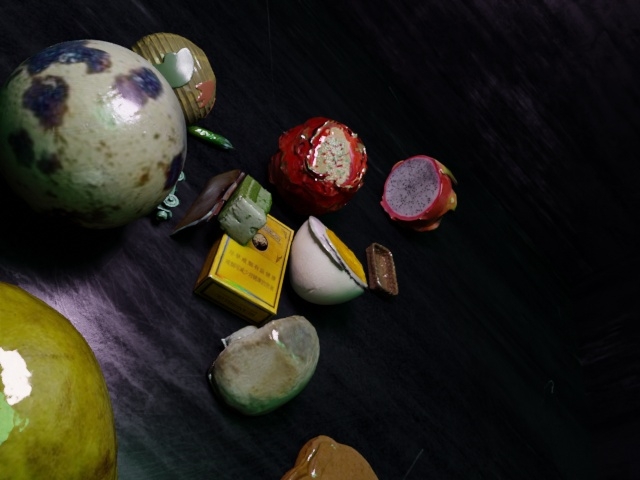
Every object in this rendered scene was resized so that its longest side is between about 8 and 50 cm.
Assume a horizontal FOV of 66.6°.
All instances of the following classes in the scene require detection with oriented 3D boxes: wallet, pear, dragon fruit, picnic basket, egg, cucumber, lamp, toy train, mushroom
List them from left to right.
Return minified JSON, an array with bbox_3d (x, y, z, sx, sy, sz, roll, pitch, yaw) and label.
[{"bbox_3d":[-0.428,0.241,0.603,0.352,0.352,0.413,-25,88,-54],"label":"pear"},{"bbox_3d":[-0.442,-0.217,0.975,0.345,0.345,0.428,31,32,-28],"label":"egg"},{"bbox_3d":[-0.393,-0.125,1.192,0.099,0.070,0.172,22,46,-26],"label":"toy train"},{"bbox_3d":[-0.420,-0.408,1.281,0.284,0.250,0.250,-26,77,-13],"label":"lamp"},{"bbox_3d":[-0.280,-0.103,1.243,0.031,0.137,0.255,58,30,-28],"label":"wallet"},{"bbox_3d":[-0.324,-0.302,1.447,0.168,0.039,0.039,20,46,-35],"label":"cucumber"},{"bbox_3d":[-0.099,0.270,1.093,0.267,0.164,0.189,2,57,-48],"label":"mushroom"},{"bbox_3d":[-0.009,-0.222,1.516,0.296,0.302,0.295,24,50,-33],"label":"dragon fruit"},{"bbox_3d":[0.000,0.073,1.386,0.264,0.174,0.286,51,11,-11],"label":"egg"},{"bbox_3d":[0.208,0.105,1.679,0.110,0.055,0.193,28,41,-32],"label":"picnic basket"},{"bbox_3d":[0.417,-0.176,1.974,0.226,0.305,0.305,24,43,-45],"label":"dragon fruit"}]

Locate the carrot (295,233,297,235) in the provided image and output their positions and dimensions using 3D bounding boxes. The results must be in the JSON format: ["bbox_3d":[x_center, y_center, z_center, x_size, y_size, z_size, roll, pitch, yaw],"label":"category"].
[{"bbox_3d":[0.000,0.000,1.551,0.216,0.048,0.048,9,53,-50],"label":"carrot"}]

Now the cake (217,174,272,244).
[{"bbox_3d":[-0.170,-0.107,1.258,0.100,0.099,0.235,41,35,-15],"label":"cake"}]

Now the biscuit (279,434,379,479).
[{"bbox_3d":[0.022,0.614,1.021,0.381,0.074,0.358,-7,64,-54],"label":"biscuit"}]

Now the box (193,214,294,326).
[{"bbox_3d":[-0.185,0.047,1.258,0.193,0.084,0.301,34,39,-23],"label":"box"}]
